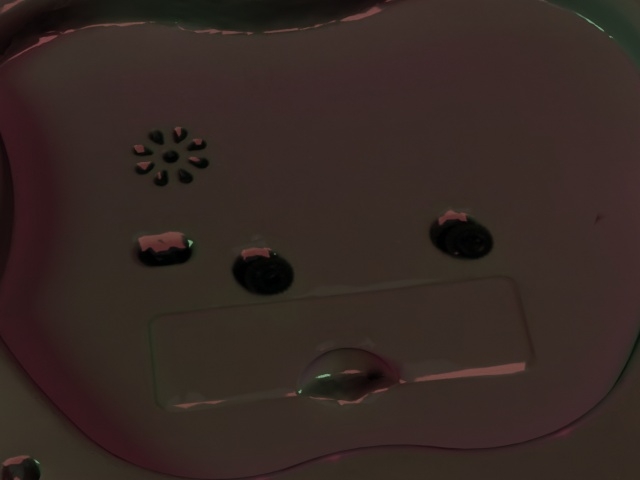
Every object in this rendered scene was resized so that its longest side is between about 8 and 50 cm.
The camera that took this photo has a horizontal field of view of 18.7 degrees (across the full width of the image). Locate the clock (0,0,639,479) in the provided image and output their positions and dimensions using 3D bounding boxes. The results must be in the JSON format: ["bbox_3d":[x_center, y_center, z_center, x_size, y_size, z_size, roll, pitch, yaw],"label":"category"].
[{"bbox_3d":[0.000,0.000,0.678,0.338,0.102,0.338,0,51,0],"label":"clock"}]
